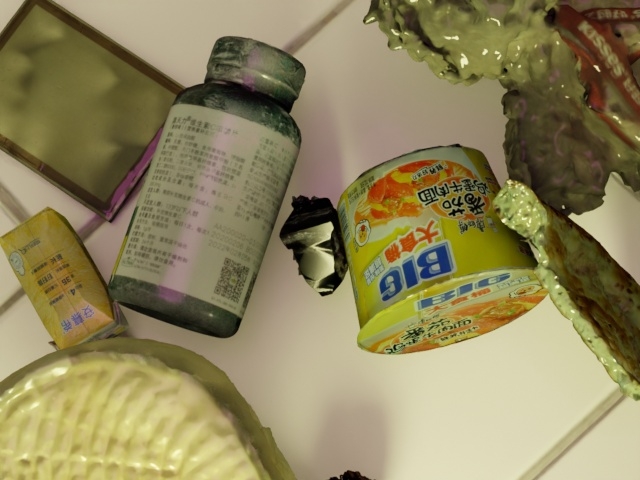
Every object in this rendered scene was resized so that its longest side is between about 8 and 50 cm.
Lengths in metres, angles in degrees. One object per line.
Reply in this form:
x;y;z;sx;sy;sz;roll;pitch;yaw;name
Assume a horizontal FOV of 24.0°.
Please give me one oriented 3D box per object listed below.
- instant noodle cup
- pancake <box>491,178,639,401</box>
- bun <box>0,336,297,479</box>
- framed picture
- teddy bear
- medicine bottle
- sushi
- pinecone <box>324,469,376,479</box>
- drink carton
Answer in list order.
0.108;0.009;1.477;0.205;0.205;0.153;-20;68;2;instant noodle cup
0.285;0.076;1.417;0.054;0.197;0.376;-38;115;24;pancake
-0.172;0.268;1.375;0.364;0.202;0.364;0;86;6;bun
-0.271;-0.148;1.634;0.231;0.010;0.173;34;84;11;framed picture
0.232;-0.202;1.445;0.367;0.224;0.357;11;89;-19;teddy bear
-0.106;-0.057;1.532;0.141;0.141;0.293;18;81;9;medicine bottle
0.000;0.000;1.534;0.056;0.085;0.083;-16;118;12;sushi
0.028;0.265;1.484;0.083;0.077;0.077;-17;77;-8;pinecone
-0.254;0.068;1.557;0.084;0.074;0.200;-32;76;-1;drink carton
